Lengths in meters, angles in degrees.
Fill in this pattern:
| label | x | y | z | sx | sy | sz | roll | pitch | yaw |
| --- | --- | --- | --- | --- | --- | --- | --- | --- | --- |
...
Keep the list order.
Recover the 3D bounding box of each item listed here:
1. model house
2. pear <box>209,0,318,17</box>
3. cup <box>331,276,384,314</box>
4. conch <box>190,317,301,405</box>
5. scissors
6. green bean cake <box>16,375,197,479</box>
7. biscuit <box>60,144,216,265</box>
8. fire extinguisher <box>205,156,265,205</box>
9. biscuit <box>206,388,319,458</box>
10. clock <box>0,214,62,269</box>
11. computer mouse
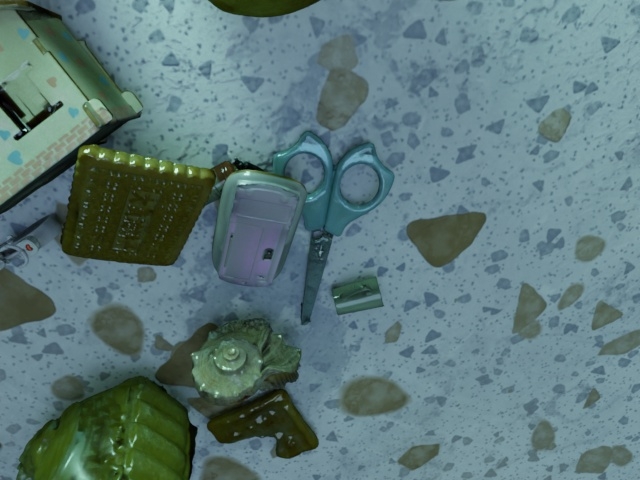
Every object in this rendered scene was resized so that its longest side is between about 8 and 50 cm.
| label | x | y | z | sx | sy | sz | roll | pitch | yaw |
| --- | --- | --- | --- | --- | --- | --- | --- | --- | --- |
| model house | -0.430 | -0.166 | 0.632 | 0.326 | 0.169 | 0.244 | -35 | 109 | 5 |
| pear | -0.063 | -0.400 | 0.494 | 0.304 | 0.304 | 0.304 | -3 | 118 | -7 |
| cup | 0.065 | 0.100 | 0.882 | 0.083 | 0.075 | 0.054 | -14 | 96 | 2 |
| conch | -0.125 | 0.224 | 0.878 | 0.178 | 0.163 | 0.245 | 12 | 146 | 3 |
| scissors | 0.000 | -0.001 | 0.848 | 0.191 | 0.029 | 0.360 | 8 | 120 | -6 |
| green bean cake | -0.380 | 0.392 | 0.833 | 0.285 | 0.310 | 0.202 | -32 | 119 | 6 |
| biscuit | -0.264 | -0.032 | 0.712 | 0.172 | 0.029 | 0.254 | 8 | 147 | -27 |
| fire extinguisher | -0.172 | -0.077 | 0.770 | 0.177 | 0.050 | 0.062 | -25 | 144 | 6 |
| biscuit | -0.109 | 0.388 | 1.024 | 0.174 | 0.039 | 0.183 | -29 | 116 | 6 |
| clock | -0.450 | 0.010 | 0.757 | 0.129 | 0.087 | 0.041 | -25 | 118 | 14 |
| computer mouse | -0.099 | -0.017 | 0.784 | 0.126 | 0.056 | 0.245 | 9 | 136 | -11 |
